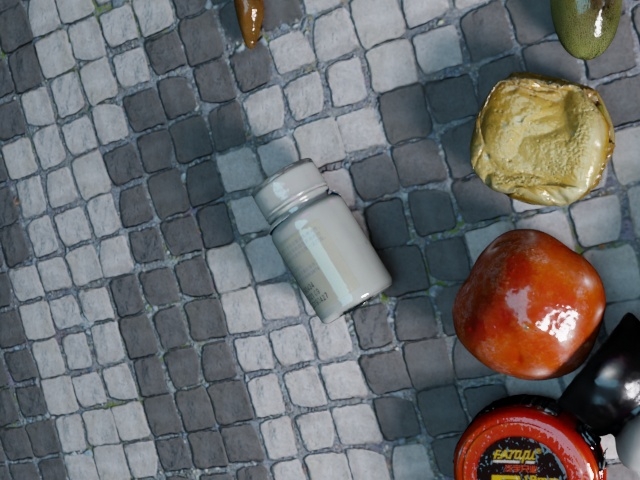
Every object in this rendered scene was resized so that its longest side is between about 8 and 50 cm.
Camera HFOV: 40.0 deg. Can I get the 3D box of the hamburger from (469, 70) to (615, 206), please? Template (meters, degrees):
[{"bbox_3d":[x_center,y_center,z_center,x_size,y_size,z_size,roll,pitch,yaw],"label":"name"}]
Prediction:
[{"bbox_3d":[0.331,-0.147,1.312,0.214,0.108,0.214,4,99,24],"label":"hamburger"}]

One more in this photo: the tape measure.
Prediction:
[{"bbox_3d":[0.341,0.373,1.393,0.253,0.114,0.260,-4,93,26],"label":"tape measure"}]

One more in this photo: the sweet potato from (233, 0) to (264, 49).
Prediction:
[{"bbox_3d":[-0.119,-0.432,1.509,0.055,0.058,0.202,22,109,42],"label":"sweet potato"}]

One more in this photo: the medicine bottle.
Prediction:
[{"bbox_3d":[0.000,0.000,1.474,0.143,0.143,0.258,-33,85,26],"label":"medicine bottle"}]

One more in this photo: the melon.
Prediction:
[{"bbox_3d":[0.381,-0.341,1.263,0.099,0.099,0.162,1,102,25],"label":"melon"}]

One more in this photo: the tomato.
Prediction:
[{"bbox_3d":[0.312,0.105,1.319,0.232,0.188,0.232,6,104,25],"label":"tomato"}]

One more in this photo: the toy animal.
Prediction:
[{"bbox_3d":[0.476,0.241,1.262,0.235,0.187,0.165,45,123,15],"label":"toy animal"}]
